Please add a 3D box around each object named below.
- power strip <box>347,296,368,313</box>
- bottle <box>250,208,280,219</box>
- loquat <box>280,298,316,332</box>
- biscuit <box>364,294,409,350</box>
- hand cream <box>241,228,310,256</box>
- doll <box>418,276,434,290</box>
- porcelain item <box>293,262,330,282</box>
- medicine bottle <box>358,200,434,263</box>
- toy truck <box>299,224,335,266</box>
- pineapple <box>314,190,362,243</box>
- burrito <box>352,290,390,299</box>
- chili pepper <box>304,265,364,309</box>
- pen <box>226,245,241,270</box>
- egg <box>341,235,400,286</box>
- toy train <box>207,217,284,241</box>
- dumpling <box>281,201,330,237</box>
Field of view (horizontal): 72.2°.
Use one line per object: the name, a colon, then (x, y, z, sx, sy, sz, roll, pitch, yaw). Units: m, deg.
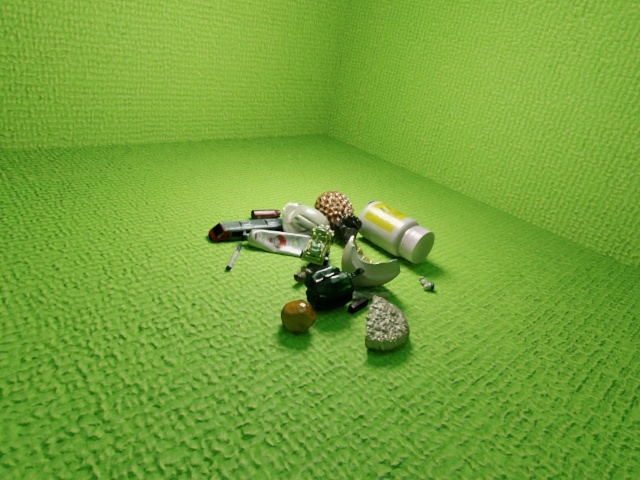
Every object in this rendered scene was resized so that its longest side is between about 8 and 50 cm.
power strip: (0.154, 0.265, 1.800, 0.029, 0.038, 0.111, 29, 31, 33)
bottle: (-0.295, -0.144, 2.401, 0.164, 0.060, 0.060, -5, 31, -29)
loquat: (-0.084, 0.276, 1.618, 0.137, 0.113, 0.137, -14, 24, 7)
biscuit: (0.252, 0.329, 1.668, 0.179, 0.084, 0.281, 20, 30, 7)
hand cream: (-0.208, 0.006, 2.112, 0.336, 0.076, 0.121, 10, 66, -4)
doll: (0.499, 0.203, 2.057, 0.058, 0.040, 0.085, -3, 29, -6)
porcelain item: (-0.044, 0.139, 1.950, 0.084, 0.054, 0.213, 24, 28, 27)
medicine bottle: (0.388, -0.043, 2.296, 0.213, 0.213, 0.379, -15, 37, -42)
toy truck: (0.000, 0.001, 2.019, 0.128, 0.135, 0.259, 15, 29, 6)
pineapple: (0.113, -0.103, 2.310, 0.223, 0.223, 0.357, -3, 34, -25)
burrito: (0.209, 0.233, 1.880, 0.185, 0.041, 0.045, 0, 38, -17)
chili pepper: (0.065, 0.186, 1.785, 0.261, 0.165, 0.174, -14, 18, -34)
pen: (-0.388, 0.076, 1.975, 0.025, 0.025, 0.204, 11, 26, -1)
egg: (0.190, 0.128, 1.935, 0.271, 0.206, 0.162, 37, 58, 17)
toy train: (-0.348, -0.056, 2.181, 0.409, 0.089, 0.086, -5, 36, -30)
dumpling: (-0.082, -0.060, 2.220, 0.243, 0.175, 0.227, 23, 59, 18)
